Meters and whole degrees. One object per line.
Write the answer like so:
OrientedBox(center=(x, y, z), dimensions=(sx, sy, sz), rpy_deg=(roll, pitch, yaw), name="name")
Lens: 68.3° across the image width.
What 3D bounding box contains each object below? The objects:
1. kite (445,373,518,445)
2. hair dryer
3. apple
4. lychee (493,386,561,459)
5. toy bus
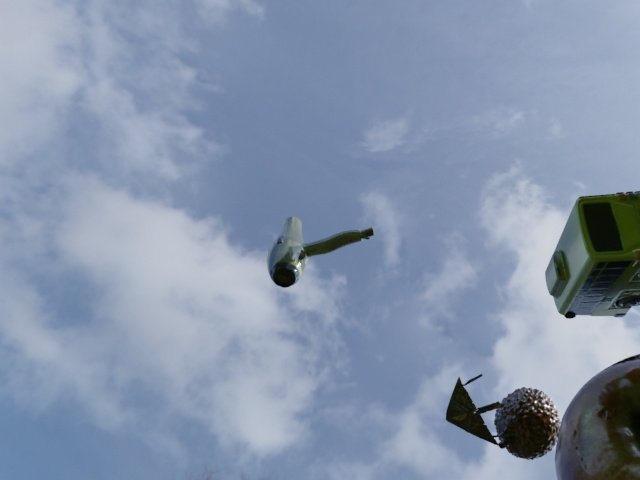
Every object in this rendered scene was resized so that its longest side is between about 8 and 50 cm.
OrientedBox(center=(0.363, 0.412, 1.127), dimensions=(0.160, 0.010, 0.183), rpy_deg=(-33, -96, 36), name="kite")
OrientedBox(center=(-0.029, -0.006, 1.332), dimensions=(0.298, 0.296, 0.119), rpy_deg=(-26, -62, -8), name="hair dryer")
OrientedBox(center=(0.612, 0.397, 0.802), dimensions=(0.384, 0.374, 0.374), rpy_deg=(-38, -88, 1), name="apple")
OrientedBox(center=(0.617, 0.553, 1.420), dimensions=(0.238, 0.200, 0.200), rpy_deg=(-23, -82, -32), name="lychee")
OrientedBox(center=(0.484, 0.036, 0.812), dimensions=(0.149, 0.262, 0.128), rpy_deg=(-4, -120, 12), name="toy bus")
